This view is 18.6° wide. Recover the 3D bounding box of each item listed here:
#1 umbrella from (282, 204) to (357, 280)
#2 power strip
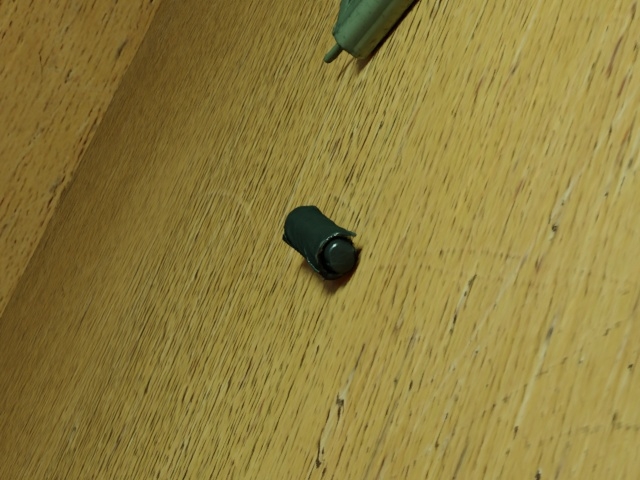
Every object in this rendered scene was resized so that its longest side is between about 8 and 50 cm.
[{"bbox_3d":[-0.001,0.002,1.373,0.133,0.031,0.036,-140,54,-75],"label":"umbrella"},{"bbox_3d":[0.077,-0.235,1.563,0.268,0.034,0.092,-49,18,33],"label":"power strip"}]
